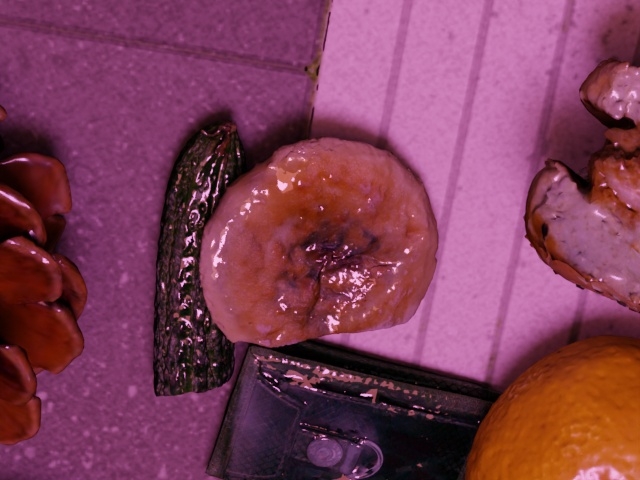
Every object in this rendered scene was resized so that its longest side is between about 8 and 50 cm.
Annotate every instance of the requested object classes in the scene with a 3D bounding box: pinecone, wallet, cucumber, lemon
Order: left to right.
[{"bbox_3d":[-0.365,0.068,1.576,0.384,0.384,0.384,0,112,0],"label":"pinecone"},{"bbox_3d":[-0.107,0.022,1.709,0.077,0.077,0.265,3,110,-1],"label":"cucumber"},{"bbox_3d":[0.030,0.177,1.779,0.236,0.055,0.160,16,118,-6],"label":"wallet"},{"bbox_3d":[0.239,0.209,1.692,0.228,0.228,0.253,38,92,-13],"label":"lemon"}]

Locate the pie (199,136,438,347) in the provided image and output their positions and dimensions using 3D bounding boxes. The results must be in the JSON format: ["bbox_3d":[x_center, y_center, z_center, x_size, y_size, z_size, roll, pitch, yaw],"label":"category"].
[{"bbox_3d":[-0.001,-0.001,1.675,0.218,0.052,0.185,-11,113,-17],"label":"pie"}]

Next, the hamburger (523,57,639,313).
[{"bbox_3d":[0.337,-0.012,1.577,0.318,0.277,0.195,23,92,19],"label":"hamburger"}]
